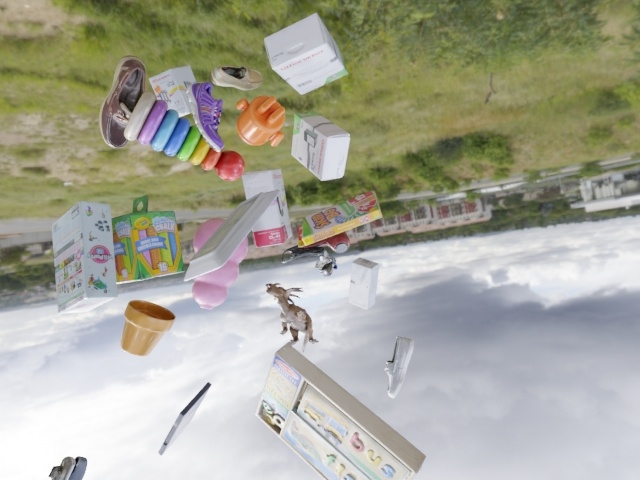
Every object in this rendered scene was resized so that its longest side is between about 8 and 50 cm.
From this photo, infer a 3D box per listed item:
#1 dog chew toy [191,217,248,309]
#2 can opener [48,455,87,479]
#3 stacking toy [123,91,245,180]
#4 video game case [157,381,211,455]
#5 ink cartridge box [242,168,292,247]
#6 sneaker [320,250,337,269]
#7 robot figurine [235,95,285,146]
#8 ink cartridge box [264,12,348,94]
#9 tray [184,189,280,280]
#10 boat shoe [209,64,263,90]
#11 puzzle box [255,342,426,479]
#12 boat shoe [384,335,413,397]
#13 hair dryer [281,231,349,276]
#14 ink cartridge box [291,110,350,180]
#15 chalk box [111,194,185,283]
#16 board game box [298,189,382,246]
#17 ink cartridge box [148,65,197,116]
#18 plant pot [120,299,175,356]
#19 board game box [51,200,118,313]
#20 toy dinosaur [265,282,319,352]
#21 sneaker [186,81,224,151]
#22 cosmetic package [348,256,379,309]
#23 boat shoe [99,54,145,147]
[{"bbox_3d":[-0.391,0.090,1.569,0.206,0.332,0.207,10,167,2],"label":"dog chew toy"},{"bbox_3d":[-0.709,0.721,1.102,0.075,0.284,0.095,-7,146,38],"label":"can opener"},{"bbox_3d":[-0.361,-0.270,1.178,0.330,0.141,0.141,27,160,-25],"label":"stacking toy"},{"bbox_3d":[-0.553,0.726,1.713,0.274,0.026,0.196,-59,173,25],"label":"video game case"},{"bbox_3d":[-0.220,-0.143,1.780,0.131,0.307,0.226,-7,-170,7],"label":"ink cartridge box"},{"bbox_3d":[0.041,0.084,1.821,0.058,0.052,0.135,1,144,25],"label":"sneaker"},{"bbox_3d":[-0.201,-0.393,1.384,0.158,0.128,0.219,7,166,-30],"label":"robot figurine"},{"bbox_3d":[-0.034,-0.506,1.159,0.160,0.093,0.219,-18,175,17],"label":"ink cartridge box"},{"bbox_3d":[-0.199,-0.024,0.938,0.145,0.030,0.270,-19,-151,39],"label":"tray"},{"bbox_3d":[-0.242,-0.507,1.290,0.072,0.068,0.190,-17,-176,44],"label":"boat shoe"},{"bbox_3d":[0.024,0.469,1.021,0.408,0.272,0.052,33,-145,22],"label":"puzzle box"},{"bbox_3d":[0.231,0.384,1.285,0.063,0.184,0.066,19,178,2],"label":"boat shoe"},{"bbox_3d":[0.000,0.000,1.599,0.223,0.080,0.293,19,-135,21],"label":"hair dryer"},{"bbox_3d":[-0.007,-0.408,1.794,0.114,0.199,0.273,-15,-139,-29],"label":"ink cartridge box"},{"bbox_3d":[-0.621,-0.009,1.465,0.180,0.289,0.179,-11,180,35],"label":"chalk box"},{"bbox_3d":[0.048,-0.064,1.234,0.259,0.039,0.124,-23,-150,13],"label":"board game box"},{"bbox_3d":[-0.575,-0.597,1.696,0.128,0.176,0.127,-9,-157,26],"label":"ink cartridge box"},{"bbox_3d":[-0.757,0.383,1.800,0.205,0.188,0.205,24,180,0],"label":"plant pot"},{"bbox_3d":[-0.751,0.058,1.329,0.224,0.304,0.097,-22,163,36],"label":"board game box"},{"bbox_3d":[-0.092,0.292,1.630,0.127,0.296,0.200,-23,-150,8],"label":"toy dinosaur"},{"bbox_3d":[-0.245,-0.280,0.930,0.071,0.170,0.068,-19,171,0],"label":"sneaker"},{"bbox_3d":[0.211,0.210,2.050,0.117,0.231,0.085,18,-153,32],"label":"cosmetic package"},{"bbox_3d":[-0.691,-0.471,1.489,0.123,0.123,0.342,8,122,-44],"label":"boat shoe"}]
